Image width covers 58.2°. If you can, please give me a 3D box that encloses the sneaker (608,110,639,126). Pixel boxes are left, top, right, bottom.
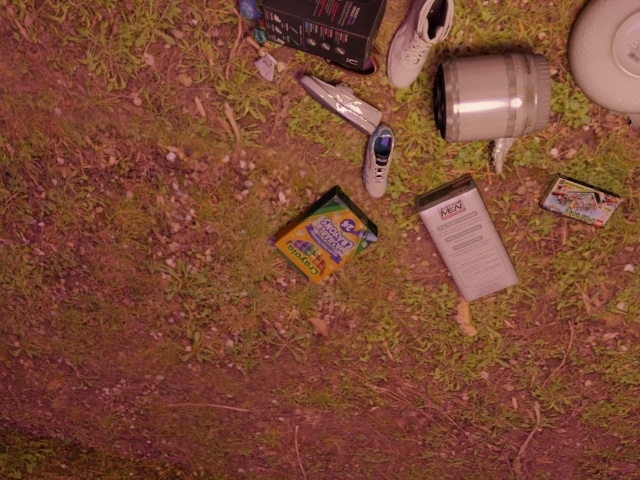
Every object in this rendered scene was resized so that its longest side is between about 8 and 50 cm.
[{"bbox_3d":[0.913,-0.355,1.576,0.262,0.099,0.121,23,128,0],"label":"sneaker"}]

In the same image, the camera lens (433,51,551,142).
[{"bbox_3d":[0.442,-0.377,1.521,0.274,0.219,0.220,-3,120,7],"label":"camera lens"}]

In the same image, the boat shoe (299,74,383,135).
[{"bbox_3d":[0.061,-0.401,1.630,0.258,0.095,0.084,33,90,-17],"label":"boat shoe"}]

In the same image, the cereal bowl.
[{"bbox_3d":[0.797,-0.482,1.418,0.338,0.141,0.339,4,106,15],"label":"cereal bowl"}]

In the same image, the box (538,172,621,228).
[{"bbox_3d":[0.787,-0.119,1.750,0.206,0.036,0.114,18,121,-5],"label":"box"}]

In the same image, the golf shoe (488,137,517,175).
[{"bbox_3d":[0.531,-0.273,1.667,0.085,0.069,0.176,-9,121,4],"label":"golf shoe"}]

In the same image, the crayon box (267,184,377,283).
[{"bbox_3d":[0.000,0.000,1.866,0.322,0.083,0.203,-37,111,24],"label":"crayon box"}]

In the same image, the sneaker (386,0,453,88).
[{"bbox_3d":[0.251,-0.515,1.488,0.108,0.169,0.293,16,122,-7],"label":"sneaker"}]

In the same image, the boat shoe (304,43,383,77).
[{"bbox_3d":[0.021,-0.529,1.529,0.324,0.116,0.123,20,120,-7],"label":"boat shoe"}]

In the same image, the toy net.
[{"bbox_3d":[-0.149,-0.547,1.558,0.122,0.045,0.232,16,139,35],"label":"toy net"}]

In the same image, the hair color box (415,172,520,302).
[{"bbox_3d":[0.463,-0.001,1.806,0.185,0.114,0.375,-24,116,18],"label":"hair color box"}]

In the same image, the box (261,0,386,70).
[{"bbox_3d":[0.011,-0.558,1.411,0.270,0.165,0.143,19,166,5],"label":"box"}]

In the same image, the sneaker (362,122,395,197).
[{"bbox_3d":[0.173,-0.229,1.713,0.085,0.086,0.237,4,122,1],"label":"sneaker"}]
